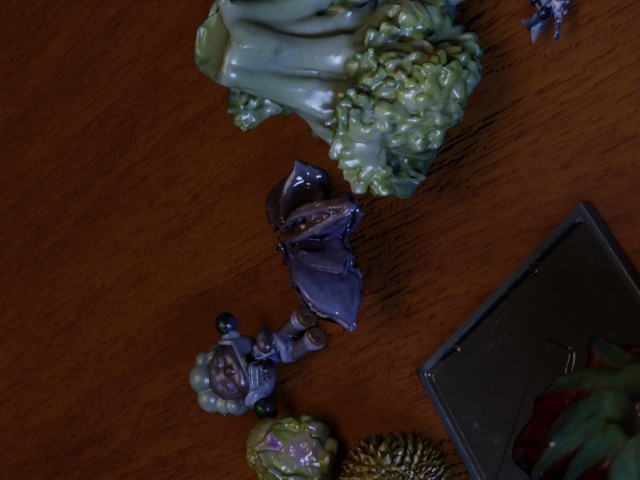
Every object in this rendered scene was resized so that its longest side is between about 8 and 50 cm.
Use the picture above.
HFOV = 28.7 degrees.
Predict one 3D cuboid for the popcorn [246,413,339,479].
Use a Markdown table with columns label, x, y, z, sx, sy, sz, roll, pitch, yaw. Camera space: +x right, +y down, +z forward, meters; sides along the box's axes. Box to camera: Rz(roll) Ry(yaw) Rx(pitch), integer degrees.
| label | x | y | z | sx | sy | sz | roll | pitch | yaw |
| --- | --- | --- | --- | --- | --- | --- | --- | --- | --- |
| popcorn | -0.036 | 0.255 | 1.484 | 0.089 | 0.109 | 0.097 | 95 | -170 | -53 |

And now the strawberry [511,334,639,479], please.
| label | x | y | z | sx | sy | sz | roll | pitch | yaw |
| --- | --- | --- | --- | --- | --- | --- | --- | --- | --- |
| strawberry | 0.337 | 0.202 | 0.947 | 0.292 | 0.310 | 0.292 | -40 | 26 | 24 |

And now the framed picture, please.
| label | x | y | z | sx | sy | sz | roll | pitch | yaw |
| --- | --- | --- | --- | --- | --- | --- | --- | --- | --- |
| framed picture | 0.223 | 0.133 | 1.238 | 0.289 | 0.016 | 0.213 | -52 | 53 | 35 |

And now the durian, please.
| label | x | y | z | sx | sy | sz | roll | pitch | yaw |
| --- | --- | --- | --- | --- | --- | --- | --- | --- | --- |
| durian | 0.080 | 0.277 | 1.311 | 0.168 | 0.137 | 0.158 | 159 | 93 | -71 |

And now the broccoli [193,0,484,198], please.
| label | x | y | z | sx | sy | sz | roll | pitch | yaw |
| --- | --- | --- | --- | --- | --- | --- | --- | --- | --- |
| broccoli | -0.005 | -0.193 | 1.316 | 0.293 | 0.281 | 0.348 | -31 | 65 | 44 |

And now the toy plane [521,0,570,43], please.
| label | x | y | z | sx | sy | sz | roll | pitch | yaw |
| --- | --- | --- | --- | --- | --- | --- | --- | --- | --- |
| toy plane | 0.228 | -0.235 | 1.234 | 0.083 | 0.031 | 0.078 | -56 | 36 | 36 |

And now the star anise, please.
| label | x | y | z | sx | sy | sz | roll | pitch | yaw |
| --- | --- | --- | --- | --- | --- | --- | --- | --- | --- |
| star anise | 0.000 | 0.000 | 1.401 | 0.236 | 0.093 | 0.229 | 103 | 150 | -66 |

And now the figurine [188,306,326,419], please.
| label | x | y | z | sx | sy | sz | roll | pitch | yaw |
| --- | --- | --- | --- | --- | --- | --- | --- | --- | --- |
| figurine | -0.082 | 0.149 | 1.540 | 0.197 | 0.093 | 0.147 | -39 | 70 | 41 |
